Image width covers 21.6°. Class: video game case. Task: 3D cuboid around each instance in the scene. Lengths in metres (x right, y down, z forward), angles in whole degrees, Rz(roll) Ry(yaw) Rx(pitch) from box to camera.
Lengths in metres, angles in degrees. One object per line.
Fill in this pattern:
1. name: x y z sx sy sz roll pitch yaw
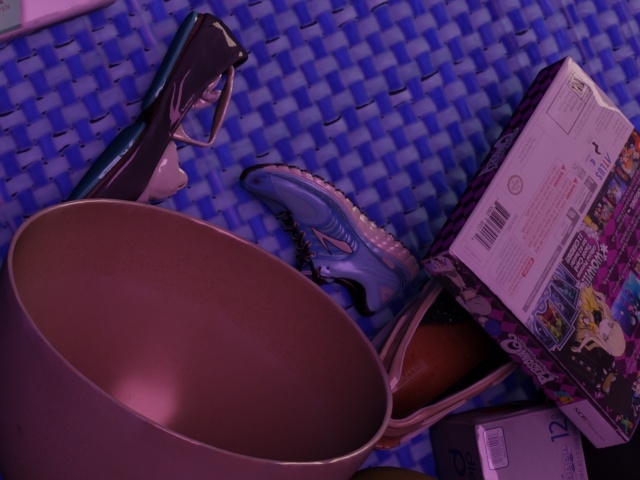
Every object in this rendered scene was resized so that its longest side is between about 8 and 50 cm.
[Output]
1. video game case: 0.203 0.006 1.296 0.210 0.042 0.232 45 53 -16

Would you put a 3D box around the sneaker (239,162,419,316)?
1. sneaker: 0.000 0.000 1.306 0.162 0.063 0.073 38 79 -12

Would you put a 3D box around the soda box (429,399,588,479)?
1. soda box: 0.165 0.274 1.324 0.091 0.098 0.286 -10 90 -19

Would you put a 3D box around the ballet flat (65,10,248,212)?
1. ballet flat: -0.118 -0.079 1.269 0.074 0.074 0.203 35 75 -13

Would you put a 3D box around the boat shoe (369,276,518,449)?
1. boat shoe: 0.137 0.055 1.325 0.302 0.103 0.113 -45 98 -17

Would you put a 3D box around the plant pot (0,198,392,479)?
1. plant pot: -0.117 0.130 1.176 0.284 0.284 0.191 20 116 -16

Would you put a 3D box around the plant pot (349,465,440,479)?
1. plant pot: 0.014 0.308 1.178 0.275 0.275 0.293 43 45 -11

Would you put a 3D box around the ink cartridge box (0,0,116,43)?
1. ink cartridge box: -0.272 -0.253 1.237 0.181 0.056 0.225 -22 95 -18

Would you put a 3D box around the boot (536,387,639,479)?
1. boot: 0.261 0.202 1.303 0.094 0.207 0.247 -8 89 -18
